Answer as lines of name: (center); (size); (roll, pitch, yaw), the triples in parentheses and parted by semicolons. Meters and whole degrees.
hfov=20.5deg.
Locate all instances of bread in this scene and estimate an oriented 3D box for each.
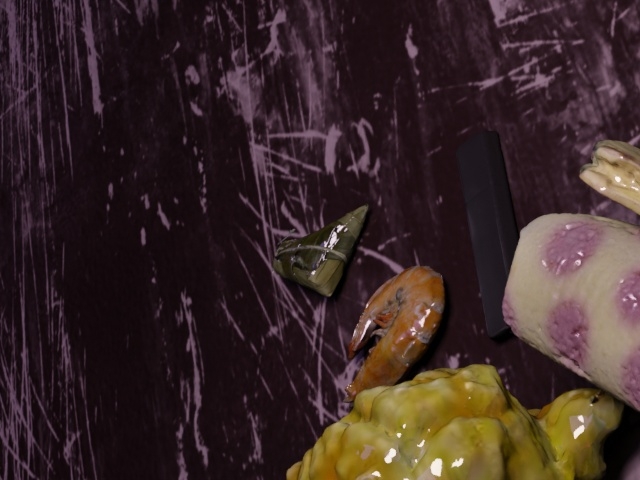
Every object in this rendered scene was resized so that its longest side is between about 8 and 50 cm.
bread: (0.332, 0.087, 1.583); (0.338, 0.187, 0.155); (30, 105, 51)

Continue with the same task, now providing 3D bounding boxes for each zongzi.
zongzi: (0.000, 0.000, 2.109); (0.109, 0.055, 0.119); (19, 78, 52)

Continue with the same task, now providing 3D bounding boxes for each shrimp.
shrimp: (0.079, 0.110, 1.982); (0.187, 0.051, 0.132); (-54, 23, 12)

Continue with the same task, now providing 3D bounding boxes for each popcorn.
popcorn: (0.117, 0.253, 1.703); (0.274, 0.279, 0.335); (-99, 31, -56)

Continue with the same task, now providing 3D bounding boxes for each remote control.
remote control: (0.185, -0.008, 1.916); (0.063, 0.025, 0.245); (-37, 49, 39)

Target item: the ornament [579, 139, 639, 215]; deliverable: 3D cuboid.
ornament: (0.331, -0.036, 1.670); (0.180, 0.201, 0.059); (29, 99, 6)
